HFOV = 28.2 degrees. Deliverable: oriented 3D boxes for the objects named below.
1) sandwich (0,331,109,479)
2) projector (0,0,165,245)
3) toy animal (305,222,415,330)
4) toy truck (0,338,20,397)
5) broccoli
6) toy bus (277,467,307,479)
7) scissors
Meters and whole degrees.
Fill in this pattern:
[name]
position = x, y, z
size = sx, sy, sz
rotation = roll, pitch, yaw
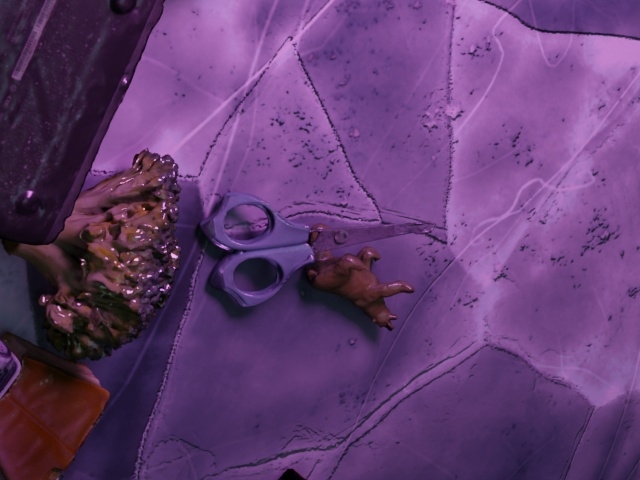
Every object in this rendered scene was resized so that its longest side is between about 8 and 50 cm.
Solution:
[sandwich]
position = -0.440, 0.260, 1.819
size = 0.186, 0.108, 0.220
rotation = 29, 94, -36
[projector]
position = -0.445, -0.235, 1.548
size = 0.405, 0.242, 0.395
rotation = 22, 94, -36
[toy animal]
position = 0.058, 0.067, 2.072
size = 0.218, 0.103, 0.101
rotation = 25, 109, -37
[toy truck]
position = -0.583, 0.098, 1.611
size = 0.173, 0.207, 0.387
rotation = -49, 130, 3
[broccoli]
position = -0.311, 0.007, 1.754
size = 0.245, 0.288, 0.248
rotation = 20, 135, -21
[toy bus]
position = -0.138, 0.570, 2.129
size = 0.409, 0.093, 0.092
rotation = -52, 132, -4
[scissors]
position = 0.000, 0.001, 1.952
size = 0.360, 0.029, 0.191
rotation = -7, 113, -1
